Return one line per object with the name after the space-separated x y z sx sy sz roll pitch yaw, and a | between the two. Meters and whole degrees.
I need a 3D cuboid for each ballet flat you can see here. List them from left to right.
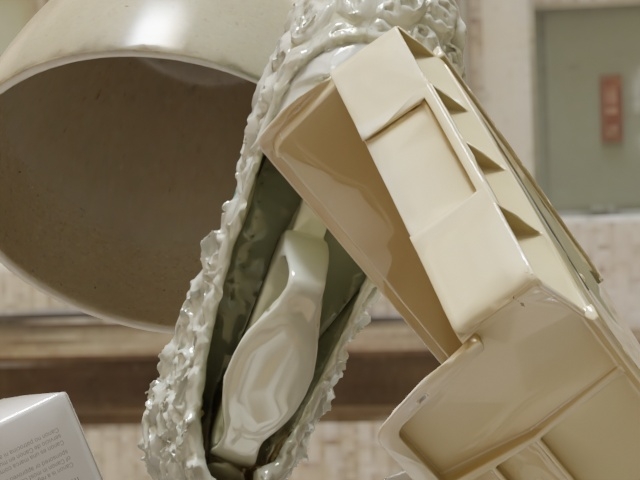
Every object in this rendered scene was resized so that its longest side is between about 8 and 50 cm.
0.000 0.000 1.186 0.147 0.147 0.408 10 -80 -79 | ballet flat

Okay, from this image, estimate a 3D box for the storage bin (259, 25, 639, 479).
0.098 0.052 1.012 0.260 0.123 0.262 49 -168 -37 | storage bin

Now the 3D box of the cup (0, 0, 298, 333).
-0.110 -0.114 1.486 0.331 0.331 0.237 77 -164 -47 | cup

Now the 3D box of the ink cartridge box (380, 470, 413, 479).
0.156 0.237 1.168 0.237 0.172 0.100 49 144 33 | ink cartridge box

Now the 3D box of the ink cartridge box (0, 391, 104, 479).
-0.230 0.274 1.261 0.117 0.207 0.283 -13 100 58 | ink cartridge box
